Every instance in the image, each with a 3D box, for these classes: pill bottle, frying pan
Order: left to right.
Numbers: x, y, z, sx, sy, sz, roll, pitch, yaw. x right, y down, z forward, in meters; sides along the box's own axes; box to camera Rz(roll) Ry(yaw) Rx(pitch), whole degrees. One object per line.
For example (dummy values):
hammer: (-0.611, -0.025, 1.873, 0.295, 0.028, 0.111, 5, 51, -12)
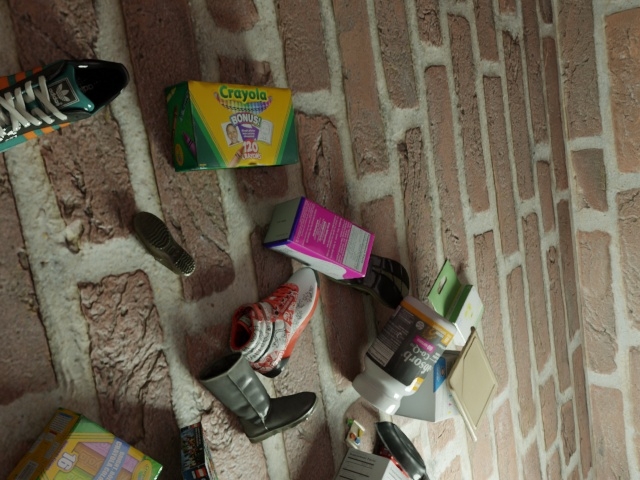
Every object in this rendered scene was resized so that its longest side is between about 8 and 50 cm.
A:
pill bottle: (0.210, 0.293, 1.496, 0.162, 0.162, 0.278, 34, 89, -42)
frying pan: (0.238, 0.587, 1.491, 0.053, 0.326, 0.197, -40, 126, 3)

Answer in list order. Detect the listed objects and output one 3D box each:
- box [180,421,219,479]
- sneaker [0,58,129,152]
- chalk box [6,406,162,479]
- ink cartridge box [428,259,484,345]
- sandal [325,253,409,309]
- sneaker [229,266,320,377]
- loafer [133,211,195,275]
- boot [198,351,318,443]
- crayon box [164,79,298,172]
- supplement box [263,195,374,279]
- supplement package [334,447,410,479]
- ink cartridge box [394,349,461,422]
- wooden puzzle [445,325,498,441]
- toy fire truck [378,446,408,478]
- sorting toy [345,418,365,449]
box: (-0.208, 0.482, 1.091, 0.044, 0.159, 0.233, -16, 103, -11)
sneaker: (-0.430, -0.217, 0.892, 0.302, 0.121, 0.108, -42, 118, -40)
chalk box: (-0.351, 0.380, 0.927, 0.213, 0.132, 0.132, 44, 57, -25)
ink cartridge box: (0.445, 0.203, 1.894, 0.171, 0.056, 0.235, -55, 128, -33)
sandal: (0.119, 0.088, 1.523, 0.302, 0.086, 0.120, 27, 74, -28)
sneaker: (-0.099, 0.149, 1.269, 0.145, 0.090, 0.270, 44, 61, -40)
loafer: (-0.297, 0.012, 1.088, 0.148, 0.050, 0.056, 53, 48, -13)
boot: (-0.123, 0.308, 1.212, 0.189, 0.076, 0.209, -29, 111, -8)
crayon box: (-0.174, -0.232, 1.203, 0.278, 0.081, 0.166, -12, 98, -47)
supplement box: (0.000, 0.000, 1.332, 0.220, 0.111, 0.114, 28, 69, -30)
supplement package: (0.103, 0.667, 1.442, 0.139, 0.133, 0.244, 53, 53, -32)
ink cartridge box: (0.315, 0.402, 1.657, 0.232, 0.168, 0.171, 6, 84, -48)
wooden puzzle: (0.417, 0.393, 1.618, 0.239, 0.044, 0.221, -52, 124, -43)
toy fire truck: (0.213, 0.668, 1.627, 0.192, 0.047, 0.135, 42, 59, -39)
sorting toy: (0.086, 0.499, 1.518, 0.083, 0.012, 0.062, 52, 54, -34)
